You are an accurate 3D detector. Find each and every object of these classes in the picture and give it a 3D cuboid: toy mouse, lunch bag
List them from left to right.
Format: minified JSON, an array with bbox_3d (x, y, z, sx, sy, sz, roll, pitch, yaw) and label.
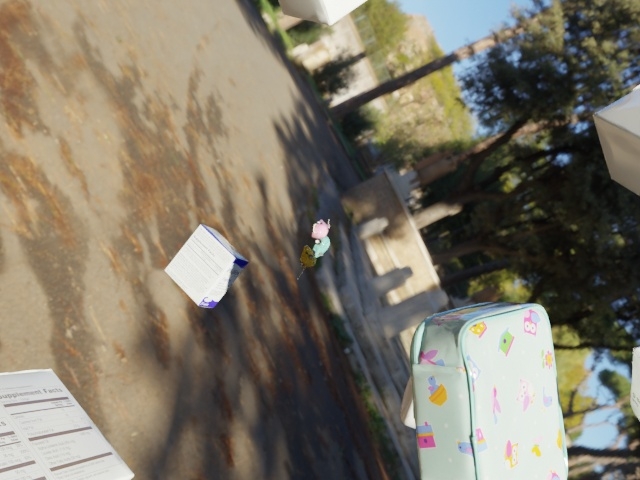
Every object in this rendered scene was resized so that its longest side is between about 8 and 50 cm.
[{"bbox_3d":[0.000,0.000,1.590,0.143,0.031,0.161,-53,161,-40],"label":"toy mouse"},{"bbox_3d":[0.227,0.224,0.910,0.224,0.108,0.279,-8,93,-42],"label":"lunch bag"}]

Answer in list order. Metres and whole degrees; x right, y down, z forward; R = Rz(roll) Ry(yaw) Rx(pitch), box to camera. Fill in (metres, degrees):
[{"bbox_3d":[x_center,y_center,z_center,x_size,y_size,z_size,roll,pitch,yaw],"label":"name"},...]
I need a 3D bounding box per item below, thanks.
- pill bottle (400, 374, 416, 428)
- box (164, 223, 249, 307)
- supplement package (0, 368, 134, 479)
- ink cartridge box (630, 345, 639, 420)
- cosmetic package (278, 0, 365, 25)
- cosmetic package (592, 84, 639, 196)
[{"bbox_3d":[0.309,0.350,1.422,0.146,0.264,0.146,19,90,-88],"label":"pill bottle"},{"bbox_3d":[-0.252,0.058,1.532,0.126,0.137,0.072,42,7,23],"label":"box"},{"bbox_3d":[-0.337,0.258,0.594,0.145,0.262,0.204,44,9,18],"label":"supplement package"},{"bbox_3d":[0.544,0.187,0.812,0.198,0.273,0.114,-110,-177,-56],"label":"ink cartridge box"},{"bbox_3d":[0.022,-0.485,1.036,0.138,0.224,0.224,31,-27,47],"label":"cosmetic package"},{"bbox_3d":[0.619,-0.131,1.065,0.155,0.197,0.365,60,3,-29],"label":"cosmetic package"}]
